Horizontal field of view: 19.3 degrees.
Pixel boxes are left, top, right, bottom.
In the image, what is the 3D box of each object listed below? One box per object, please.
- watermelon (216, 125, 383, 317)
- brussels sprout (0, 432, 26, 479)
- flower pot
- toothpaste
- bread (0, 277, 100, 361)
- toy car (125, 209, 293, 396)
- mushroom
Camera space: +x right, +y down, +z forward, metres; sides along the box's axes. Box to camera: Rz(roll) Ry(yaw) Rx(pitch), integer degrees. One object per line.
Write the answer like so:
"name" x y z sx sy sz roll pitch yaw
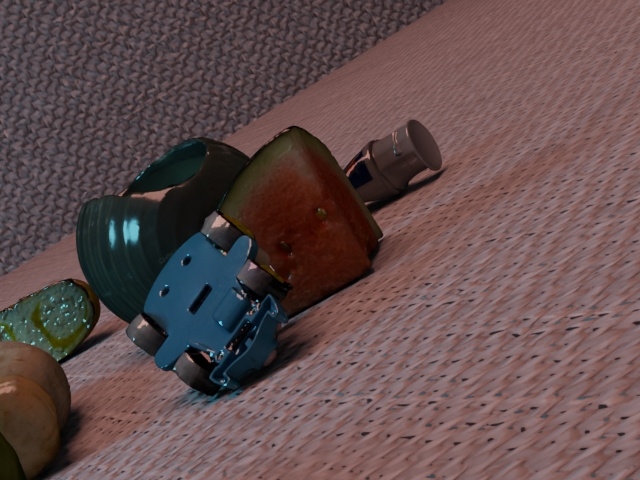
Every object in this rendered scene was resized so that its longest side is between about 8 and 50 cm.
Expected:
"watermelon" -0.017 -0.008 1.600 0.145 0.137 0.193 -66 -6 -74
"brussels sprout" -0.289 0.174 1.119 0.219 0.210 0.271 -59 5 -27
"flower pot" -0.132 -0.002 1.791 0.189 0.157 0.243 -32 7 -22
"toothpaste" 0.001 -0.030 1.887 0.266 0.061 0.096 -33 7 26
"bread" -0.307 0.094 2.089 0.157 0.083 0.094 -27 6 12
"toy car" -0.062 0.063 1.455 0.126 0.098 0.161 -56 38 2
"mushroom" -0.275 0.147 1.632 0.123 0.095 0.351 -49 9 -6
